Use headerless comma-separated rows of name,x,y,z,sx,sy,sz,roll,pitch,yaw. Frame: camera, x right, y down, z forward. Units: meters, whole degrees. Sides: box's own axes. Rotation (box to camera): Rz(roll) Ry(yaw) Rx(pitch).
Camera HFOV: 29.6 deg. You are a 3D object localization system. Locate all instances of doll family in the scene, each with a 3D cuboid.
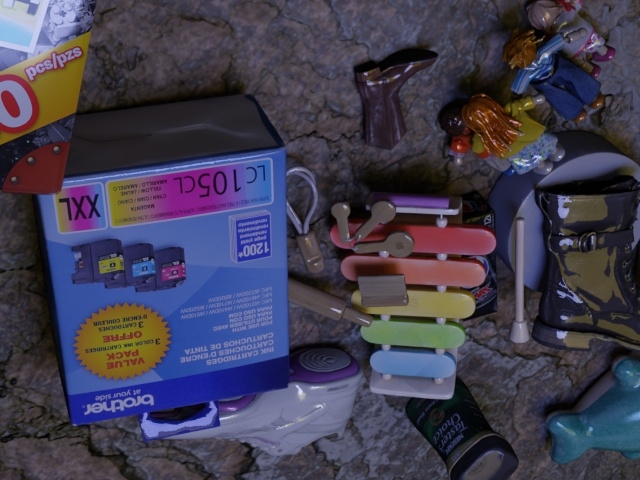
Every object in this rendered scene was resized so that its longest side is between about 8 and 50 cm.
doll family,0.260,-0.180,1.481,0.163,0.118,0.263,29,105,-35

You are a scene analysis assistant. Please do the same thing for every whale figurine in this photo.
whale figurine,0.483,0.273,1.861,0.272,0.141,0.216,-21,127,-11

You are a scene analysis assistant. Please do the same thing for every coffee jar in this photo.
coffee jar,0.200,0.277,1.704,0.096,0.184,0.079,-46,128,8

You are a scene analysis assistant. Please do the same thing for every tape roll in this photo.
tape roll,0.334,-0.037,1.638,0.219,0.072,0.219,-11,124,-17

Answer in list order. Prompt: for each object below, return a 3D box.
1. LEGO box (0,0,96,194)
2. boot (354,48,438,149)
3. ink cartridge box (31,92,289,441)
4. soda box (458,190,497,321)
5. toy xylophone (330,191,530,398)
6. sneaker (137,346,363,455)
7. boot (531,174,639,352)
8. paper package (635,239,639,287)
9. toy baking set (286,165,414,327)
LEGO box,-0.458,-0.256,1.052,0.500,0.193,0.372,2,120,-26
boot,0.097,-0.168,1.464,0.106,0.037,0.114,-14,123,-1
ink cartridge box,-0.179,0.049,1.397,0.270,0.151,0.395,-9,126,-13
soda box,0.201,0.023,1.621,0.053,0.060,0.169,-15,125,-11
toy xylophone,0.150,0.061,1.560,0.236,0.081,0.322,-3,123,14
sneaker,-0.087,0.236,1.589,0.305,0.114,0.152,-7,122,-21
boot,0.395,0.027,1.587,0.263,0.091,0.229,-1,108,-17
paper package,0.618,-0.058,1.696,0.309,0.168,0.325,-16,125,-16
toy baking set,-0.001,0.006,1.495,0.256,0.030,0.196,18,123,-1
